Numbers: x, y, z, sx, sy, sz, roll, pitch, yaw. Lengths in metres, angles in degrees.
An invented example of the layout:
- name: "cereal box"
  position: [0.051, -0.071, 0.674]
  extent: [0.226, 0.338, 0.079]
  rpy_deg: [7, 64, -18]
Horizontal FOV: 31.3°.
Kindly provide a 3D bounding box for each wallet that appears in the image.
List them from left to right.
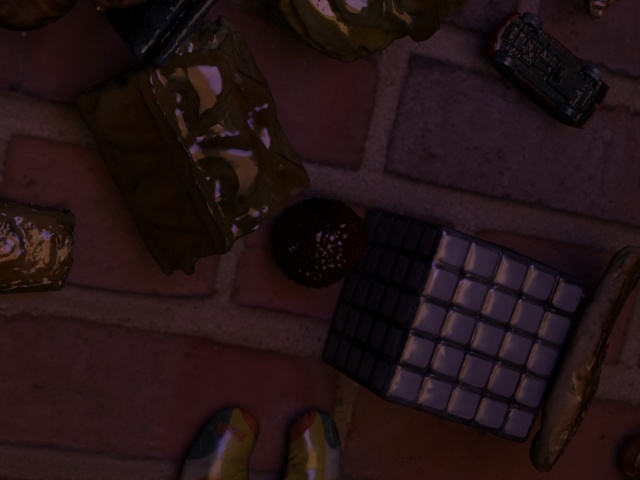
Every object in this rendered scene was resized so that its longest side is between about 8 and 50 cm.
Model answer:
- name: "wallet"
  position: [-0.116, -0.363, 1.326]
  extent: [0.075, 0.237, 0.342]
  rpy_deg: [35, 98, -30]

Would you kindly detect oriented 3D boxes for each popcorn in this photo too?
- name: "popcorn"
  position: [0.051, -0.359, 1.412]
  extent: [0.293, 0.237, 0.293]
  rpy_deg: [-4, 100, -21]

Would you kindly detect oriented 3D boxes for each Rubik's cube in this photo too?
- name: "Rubik's cube"
  position: [0.170, 0.105, 1.536]
  extent: [0.237, 0.237, 0.238]
  rpy_deg: [19, 92, -20]

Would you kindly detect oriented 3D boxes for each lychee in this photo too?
- name: "lychee"
  position: [0.003, 0.002, 1.522]
  extent: [0.129, 0.123, 0.123]
  rpy_deg: [1, 99, -29]

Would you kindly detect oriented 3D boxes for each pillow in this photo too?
- name: "pillow"
  position: [-0.082, 0.335, 1.575]
  extent: [0.233, 0.086, 0.214]
  rpy_deg: [7, 86, -18]

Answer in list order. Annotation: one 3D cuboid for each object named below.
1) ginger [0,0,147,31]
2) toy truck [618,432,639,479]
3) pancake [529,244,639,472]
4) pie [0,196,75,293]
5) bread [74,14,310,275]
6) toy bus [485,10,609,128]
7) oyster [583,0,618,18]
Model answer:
- name: "ginger"
  position: [-0.307, -0.366, 1.265]
  extent: [0.152, 0.357, 0.274]
  rpy_deg: [43, 44, -59]
- name: "toy truck"
  position: [0.588, 0.402, 1.755]
  extent: [0.212, 0.204, 0.288]
  rpy_deg: [-1, 98, -22]
- name: "pancake"
  position: [0.366, 0.165, 1.586]
  extent: [0.065, 0.356, 0.356]
  rpy_deg: [22, 92, 14]
- name: "pie"
  position: [-0.442, 0.004, 1.390]
  extent: [0.282, 0.068, 0.128]
  rpy_deg: [3, 97, -16]
- name: "bread"
  position: [-0.153, -0.119, 1.404]
  extent: [0.238, 0.196, 0.252]
  rpy_deg: [-36, 106, -12]
- name: "toy bus"
  position: [0.307, -0.240, 1.602]
  extent: [0.195, 0.089, 0.081]
  rpy_deg: [34, 86, -22]
- name: "oyster"
  position: [0.419, -0.460, 1.585]
  extent: [0.166, 0.110, 0.341]
  rpy_deg: [26, 85, -57]
